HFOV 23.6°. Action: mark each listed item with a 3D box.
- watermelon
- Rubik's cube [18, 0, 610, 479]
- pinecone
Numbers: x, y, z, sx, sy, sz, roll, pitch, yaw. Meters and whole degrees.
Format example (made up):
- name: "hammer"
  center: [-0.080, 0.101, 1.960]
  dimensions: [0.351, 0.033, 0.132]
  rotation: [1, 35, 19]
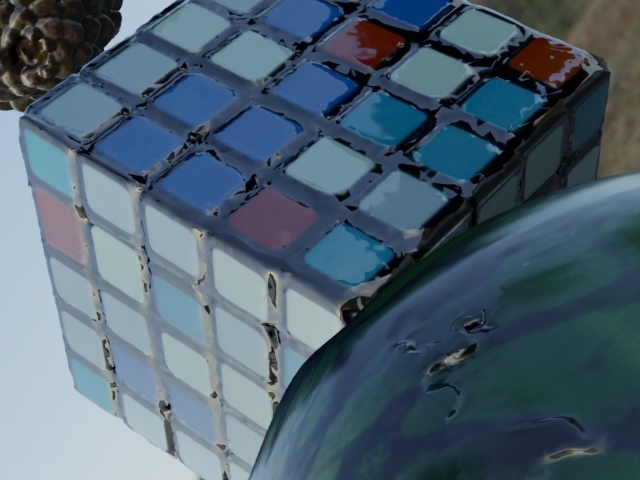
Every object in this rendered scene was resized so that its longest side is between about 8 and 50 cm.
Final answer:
- name: "watermelon"
  center: [0.139, 0.140, 0.463]
  dimensions: [0.363, 0.363, 0.363]
  rotation: [-54, -8, -11]
- name: "Rubik's cube"
  center: [0.000, 0.000, 0.685]
  dimensions: [0.182, 0.184, 0.187]
  rotation: [-42, -31, -33]
- name: "pinecone"
  center: [-0.262, -0.218, 1.355]
  dimensions: [0.184, 0.179, 0.205]
  rotation: [-29, 38, 25]
